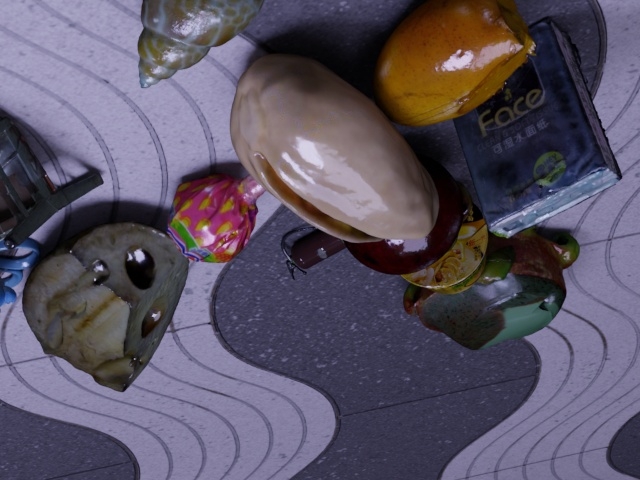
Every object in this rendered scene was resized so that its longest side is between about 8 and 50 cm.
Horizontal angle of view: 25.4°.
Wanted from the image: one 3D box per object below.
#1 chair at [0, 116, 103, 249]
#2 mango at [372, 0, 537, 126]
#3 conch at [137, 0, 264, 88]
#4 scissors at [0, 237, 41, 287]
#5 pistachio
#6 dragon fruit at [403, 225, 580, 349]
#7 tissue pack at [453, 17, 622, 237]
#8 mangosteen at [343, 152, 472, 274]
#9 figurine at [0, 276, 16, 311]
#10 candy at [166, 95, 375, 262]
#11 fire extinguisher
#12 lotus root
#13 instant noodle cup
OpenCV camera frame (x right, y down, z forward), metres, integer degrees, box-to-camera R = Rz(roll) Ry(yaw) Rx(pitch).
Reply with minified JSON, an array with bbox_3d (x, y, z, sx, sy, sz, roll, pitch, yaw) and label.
[{"bbox_3d":[-0.402,-0.071,1.761,0.136,0.147,0.270,-24,-168,22],"label":"chair"},{"bbox_3d":[0.153,-0.218,1.721,0.154,0.126,0.252,-4,158,-38],"label":"mango"},{"bbox_3d":[-0.131,-0.256,1.564,0.173,0.106,0.116,-20,172,-16],"label":"conch"},{"bbox_3d":[-0.514,0.024,1.948,0.256,0.030,0.125,8,144,-39],"label":"scissors"},{"bbox_3d":[0.015,-0.111,1.756,0.187,0.187,0.299,-33,124,30],"label":"pistachio"},{"bbox_3d":[0.282,0.080,2.288,0.295,0.130,0.268,-23,144,16],"label":"dragon fruit"},{"bbox_3d":[0.262,-0.140,1.784,0.173,0.235,0.073,-28,147,25],"label":"tissue pack"},{"bbox_3d":[0.124,-0.034,1.979,0.200,0.200,0.200,-10,150,-6],"label":"mangosteen"},{"bbox_3d":[-0.479,0.081,1.948,0.114,0.114,0.079,-10,112,-7],"label":"figurine"},{"bbox_3d":[-0.050,-0.095,1.893,0.365,0.124,0.124,-33,146,16],"label":"candy"},{"bbox_3d":[0.000,0.000,2.114,0.157,0.045,0.078,-28,119,25],"label":"fire extinguisher"},{"bbox_3d":[-0.302,0.074,2.034,0.210,0.142,0.314,34,144,-4],"label":"lotus root"},{"bbox_3d":[0.184,0.011,2.113,0.151,0.151,0.122,-20,160,11],"label":"instant noodle cup"}]
